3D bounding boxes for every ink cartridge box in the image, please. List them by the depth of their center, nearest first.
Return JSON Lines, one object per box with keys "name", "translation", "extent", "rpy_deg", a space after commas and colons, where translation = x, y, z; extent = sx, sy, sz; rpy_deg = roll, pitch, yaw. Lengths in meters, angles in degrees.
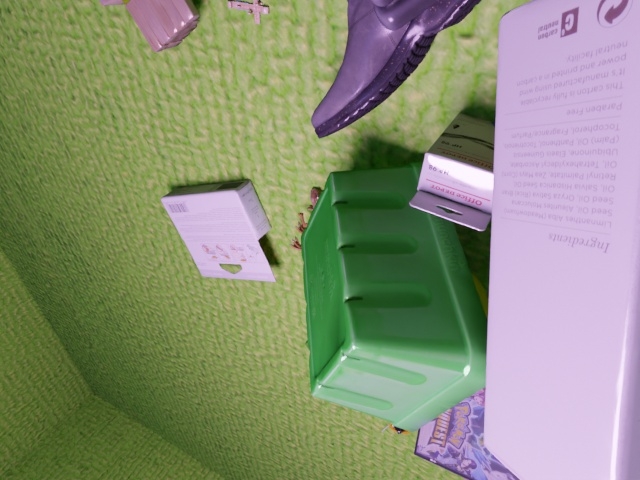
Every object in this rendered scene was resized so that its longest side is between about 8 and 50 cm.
{"name": "ink cartridge box", "translation": [0.199, -0.098, 0.583], "extent": [0.104, 0.180, 0.060], "rpy_deg": [22, 134, 20]}
{"name": "ink cartridge box", "translation": [-0.234, -0.018, 1.068], "extent": [0.274, 0.060, 0.239], "rpy_deg": [0, 124, 36]}

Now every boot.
{"name": "boot", "translation": [0.053, -0.316, 0.584], "extent": [0.223, 0.118, 0.338], "rpy_deg": [48, 125, -1]}

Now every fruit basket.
{"name": "fruit basket", "translation": [0.163, 0.090, 0.697], "extent": [0.391, 0.392, 0.283], "rpy_deg": [36, 137, 8]}

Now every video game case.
{"name": "video game case", "translation": [0.332, 0.371, 0.898], "extent": [0.248, 0.035, 0.275], "rpy_deg": [15, 108, 28]}

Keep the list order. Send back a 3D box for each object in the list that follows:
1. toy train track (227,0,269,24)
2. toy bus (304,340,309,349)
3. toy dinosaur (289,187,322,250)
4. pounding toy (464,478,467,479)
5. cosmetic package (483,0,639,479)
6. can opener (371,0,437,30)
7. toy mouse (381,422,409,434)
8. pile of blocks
{"name": "toy train track", "translation": [-0.121, -0.381, 0.721], "extent": [0.083, 0.014, 0.048], "rpy_deg": [22, 134, 23]}
{"name": "toy bus", "translation": [0.039, 0.329, 1.108], "extent": [0.190, 0.104, 0.202], "rpy_deg": [-3, 121, 39]}
{"name": "toy dinosaur", "translation": [0.000, 0.000, 0.902], "extent": [0.112, 0.064, 0.212], "rpy_deg": [-2, 122, 37]}
{"name": "pounding toy", "translation": [0.358, 0.463, 0.982], "extent": [0.206, 0.094, 0.181], "rpy_deg": [38, 138, 5]}
{"name": "cosmetic package", "translation": [0.302, 0.011, 0.416], "extent": [0.161, 0.229, 0.455], "rpy_deg": [-155, 62, -70]}
{"name": "can opener", "translation": [0.162, -0.334, 0.430], "extent": [0.283, 0.076, 0.095], "rpy_deg": [-31, 63, 18]}
{"name": "toy mouse", "translation": [0.192, 0.439, 1.135], "extent": [0.160, 0.031, 0.143], "rpy_deg": [-17, 112, 44]}
{"name": "pile of blocks", "translation": [-0.340, -0.480, 0.749], "extent": [0.362, 0.113, 0.149], "rpy_deg": [37, 125, -4]}
